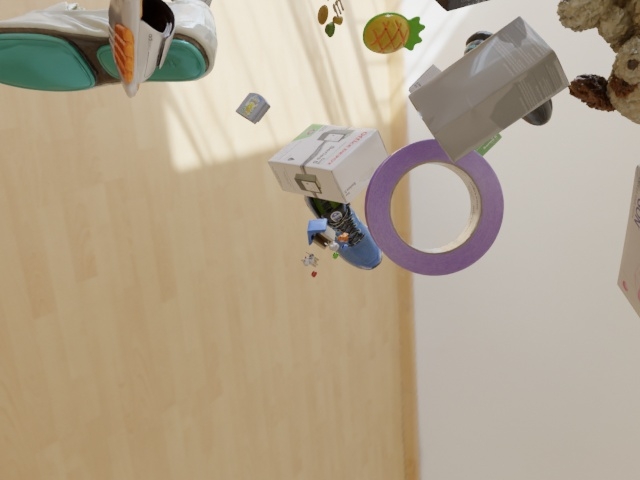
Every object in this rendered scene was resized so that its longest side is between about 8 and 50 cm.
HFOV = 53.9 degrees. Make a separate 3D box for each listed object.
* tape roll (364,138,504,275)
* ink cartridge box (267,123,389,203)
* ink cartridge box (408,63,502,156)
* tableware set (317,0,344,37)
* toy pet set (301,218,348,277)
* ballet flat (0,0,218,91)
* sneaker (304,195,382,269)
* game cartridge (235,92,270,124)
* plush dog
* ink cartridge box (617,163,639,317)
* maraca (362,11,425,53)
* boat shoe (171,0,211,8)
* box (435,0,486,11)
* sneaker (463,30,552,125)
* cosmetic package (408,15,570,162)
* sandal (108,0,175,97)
[{"bbox_3d":[0.230,-0.068,1.296,0.090,0.274,0.275,-79,172,-86],"label":"tape roll"},{"bbox_3d":[0.022,-0.216,1.725,0.198,0.273,0.115,-44,126,-25],"label":"ink cartridge box"},{"bbox_3d":[0.329,-0.309,1.536,0.093,0.154,0.212,-46,139,16],"label":"ink cartridge box"},{"bbox_3d":[0.022,-0.575,1.525,0.024,0.104,0.154,-2,62,-33],"label":"tableware set"},{"bbox_3d":[0.000,0.000,1.403,0.065,0.122,0.114,34,34,-20],"label":"toy pet set"},{"bbox_3d":[-0.344,-0.310,0.976,0.139,0.400,0.139,1,90,-80],"label":"ballet flat"},{"bbox_3d":[0.057,-0.046,1.859,0.130,0.330,0.147,-41,175,3],"label":"sneaker"},{"bbox_3d":[-0.133,-0.265,1.250,0.056,0.083,0.017,-50,132,-2],"label":"game cartridge"},{"bbox_3d":[0.498,-0.283,0.928,0.210,0.262,0.225,-1,103,-34],"label":"plush dog"},{"bbox_3d":[0.614,0.083,1.042,0.330,0.071,0.324,-102,176,-46],"label":"ink cartridge box"},{"bbox_3d":[0.212,-0.599,1.822,0.127,0.185,0.099,99,-17,-46],"label":"maraca"},{"bbox_3d":[-0.303,-0.516,1.109,0.109,0.094,0.302,-37,91,-13],"label":"boat shoe"},{"bbox_3d":[0.374,-0.685,1.589,0.158,0.093,0.156,-20,145,-16],"label":"box"},{"bbox_3d":[0.398,-0.327,1.367,0.267,0.101,0.106,37,60,-20],"label":"sneaker"},{"bbox_3d":[0.289,-0.261,1.099,0.107,0.238,0.127,35,27,-45],"label":"cosmetic package"},{"bbox_3d":[-0.213,-0.280,0.773,0.076,0.265,0.102,-13,64,-24],"label":"sandal"}]
